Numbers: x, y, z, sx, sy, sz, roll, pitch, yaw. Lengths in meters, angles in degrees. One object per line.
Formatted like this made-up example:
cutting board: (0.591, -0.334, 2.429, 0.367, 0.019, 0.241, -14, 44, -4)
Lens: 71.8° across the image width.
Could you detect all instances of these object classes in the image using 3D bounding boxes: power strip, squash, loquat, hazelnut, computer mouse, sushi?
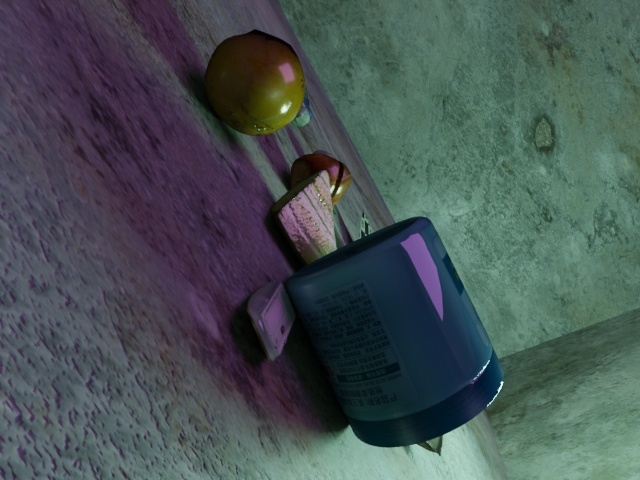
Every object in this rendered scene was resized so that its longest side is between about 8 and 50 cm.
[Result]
power strip: (0.034, -0.076, 1.468, 0.270, 0.046, 0.118, 65, 19, 1)
squash: (0.000, 0.000, 1.101, 0.203, 0.111, 0.288, -46, 110, -30)
loquat: (-0.149, -0.358, 1.019, 0.235, 0.235, 0.235, 55, 18, -28)
hazelnut: (-0.001, -0.168, 1.301, 0.182, 0.182, 0.182, 55, 18, -28)
computer mouse: (-0.086, 0.134, 0.762, 0.199, 0.045, 0.102, -69, 138, -77)
sushi: (0.151, 0.074, 1.540, 0.263, 0.050, 0.290, -77, 152, -42)

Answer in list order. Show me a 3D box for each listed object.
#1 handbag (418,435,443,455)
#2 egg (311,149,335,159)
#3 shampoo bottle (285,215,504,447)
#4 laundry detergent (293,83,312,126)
handbag: (0.241, 0.451, 1.178, 0.270, 0.117, 0.182, 48, 14, -40)
egg: (0.012, -0.257, 1.579, 0.135, 0.103, 0.103, 59, 17, -19)
shampoo bottle: (0.139, 0.166, 0.897, 0.342, 0.331, 0.331, 64, 16, -2)
laundry detergent: (-0.094, -0.548, 1.749, 0.143, 0.094, 0.289, 54, 21, -49)
